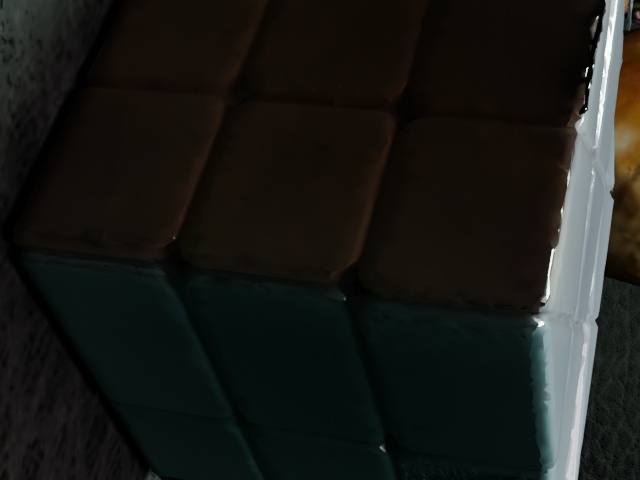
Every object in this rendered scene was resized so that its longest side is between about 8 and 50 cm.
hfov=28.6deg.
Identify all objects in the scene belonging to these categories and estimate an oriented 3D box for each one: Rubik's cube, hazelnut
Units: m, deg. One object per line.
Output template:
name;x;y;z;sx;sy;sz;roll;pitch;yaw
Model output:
Rubik's cube;0.024;-0.010;0.609;0.231;0.225;0.221;74;28;-52
hazelnut;0.393;-0.114;1.619;0.315;0.372;0.372;49;48;-44

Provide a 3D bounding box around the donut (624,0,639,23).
donut;0.379;-0.402;1.574;0.136;0.345;0.259;-51;-168;-28

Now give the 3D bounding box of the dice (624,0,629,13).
dice;0.257;-0.339;1.357;0.175;0.174;0.179;-9;106;-72
